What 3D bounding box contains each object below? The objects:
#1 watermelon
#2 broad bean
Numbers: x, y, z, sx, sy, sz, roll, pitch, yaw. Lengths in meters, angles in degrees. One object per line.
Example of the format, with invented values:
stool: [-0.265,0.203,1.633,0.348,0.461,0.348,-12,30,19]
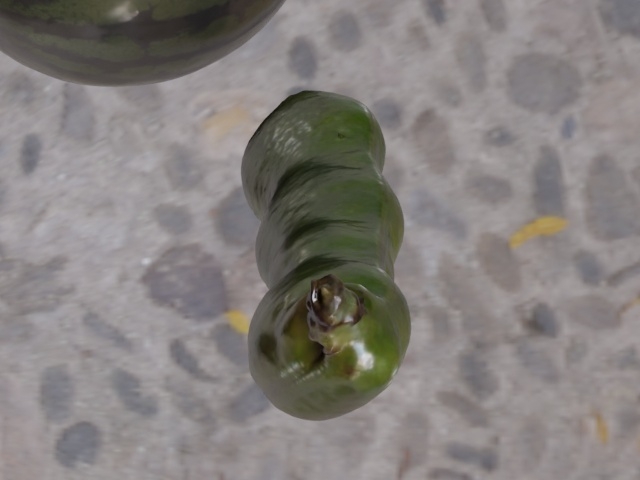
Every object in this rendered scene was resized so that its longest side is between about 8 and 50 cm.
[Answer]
watermelon: [-0.105,-0.180,0.988,0.212,0.212,0.212,2,85,-22]
broad bean: [0.000,0.001,0.579,0.052,0.256,0.053,-13,106,3]
